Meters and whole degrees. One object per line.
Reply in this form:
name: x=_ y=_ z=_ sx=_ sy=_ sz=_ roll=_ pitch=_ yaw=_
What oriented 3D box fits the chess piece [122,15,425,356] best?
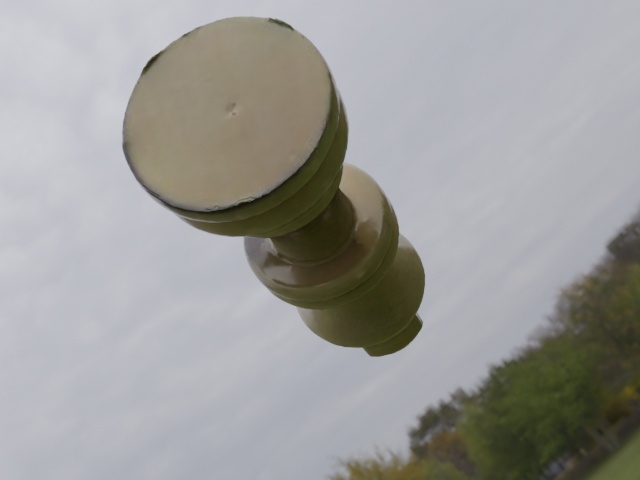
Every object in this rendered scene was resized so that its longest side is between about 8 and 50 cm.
chess piece: x=0.000 y=0.000 z=0.777 sx=0.117 sy=0.117 sz=0.397 roll=-42 pitch=-25 yaw=-2
